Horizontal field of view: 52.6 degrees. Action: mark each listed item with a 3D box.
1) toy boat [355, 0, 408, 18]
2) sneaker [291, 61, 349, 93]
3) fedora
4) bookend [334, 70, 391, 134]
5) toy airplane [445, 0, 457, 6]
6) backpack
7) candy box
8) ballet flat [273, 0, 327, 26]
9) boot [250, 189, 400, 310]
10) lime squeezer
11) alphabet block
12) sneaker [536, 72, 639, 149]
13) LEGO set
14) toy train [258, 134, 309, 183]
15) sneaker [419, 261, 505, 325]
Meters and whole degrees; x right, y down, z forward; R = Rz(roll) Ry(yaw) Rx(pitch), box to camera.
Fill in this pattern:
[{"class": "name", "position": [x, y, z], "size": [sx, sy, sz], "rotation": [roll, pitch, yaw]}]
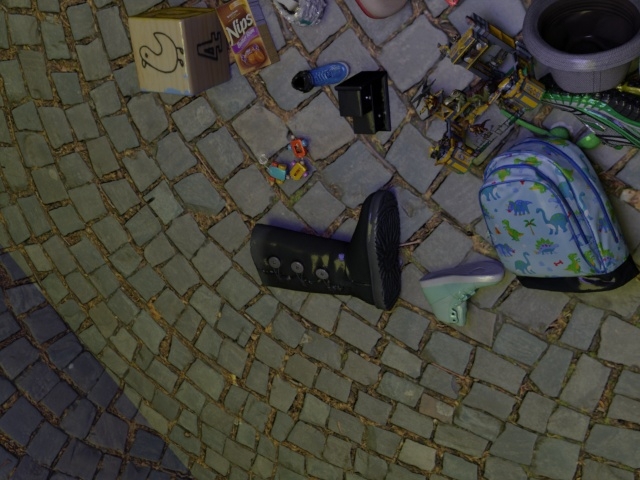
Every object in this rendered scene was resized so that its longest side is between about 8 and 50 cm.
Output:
[{"class": "toy boat", "position": [0.100, -0.609, 1.455], "size": [0.231, 0.151, 0.151], "rotation": [47, 174, -28]}, {"class": "sneaker", "position": [-0.005, -0.417, 1.662], "size": [0.152, 0.084, 0.058], "rotation": [-1, 115, 31]}, {"class": "fedora", "position": [0.529, -0.389, 1.280], "size": [0.243, 0.276, 0.124], "rotation": [-11, 137, 12]}, {"class": "bookend", "position": [0.107, -0.324, 1.600], "size": [0.072, 0.157, 0.156], "rotation": [7, 119, 28]}, {"class": "toy airplane", "position": [0.272, -0.600, 1.429], "size": [0.151, 0.028, 0.151], "rotation": [14, 117, 29]}, {"class": "backpack", "position": [0.510, -0.058, 1.461], "size": [0.290, 0.273, 0.356], "rotation": [2, 108, 55]}, {"class": "candy box", "position": [-0.194, -0.548, 1.724], "size": [0.109, 0.053, 0.187], "rotation": [-10, 109, 35]}, {"class": "ballet flat", "position": [-0.132, -0.695, 1.553], "size": [0.147, 0.147, 0.409], "rotation": [-32, 96, 39]}, {"class": "boot", "position": [0.000, 0.002, 1.873], "size": [0.444, 0.146, 0.367], "rotation": [13, 120, 30]}, {"class": "lime squeezer", "position": [0.554, -0.253, 1.436], "size": [0.310, 0.059, 0.110], "rotation": [0, 116, 32]}, {"class": "alphabet block", "position": [-0.378, -0.519, 1.762], "size": [0.192, 0.193, 0.197], "rotation": [10, 121, 24]}, {"class": "sneaker", "position": [0.574, -0.259, 1.328], "size": [0.343, 0.134, 0.146], "rotation": [38, 154, 43]}, {"class": "LEGO set", "position": [0.310, -0.324, 1.413], "size": [0.192, 0.255, 0.331], "rotation": [25, 144, -17]}, {"class": "toy train", "position": [-0.089, -0.230, 1.847], "size": [0.166, 0.046, 0.125], "rotation": [-16, 106, 33]}, {"class": "sneaker", "position": [0.397, 0.148, 1.730], "size": [0.255, 0.094, 0.151], "rotation": [-14, 102, 46]}]
